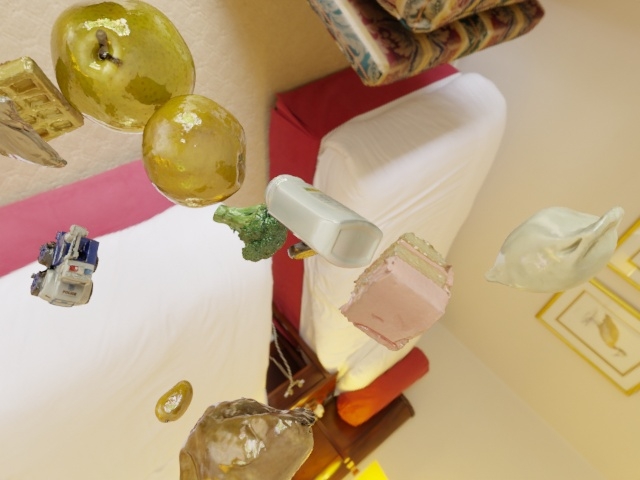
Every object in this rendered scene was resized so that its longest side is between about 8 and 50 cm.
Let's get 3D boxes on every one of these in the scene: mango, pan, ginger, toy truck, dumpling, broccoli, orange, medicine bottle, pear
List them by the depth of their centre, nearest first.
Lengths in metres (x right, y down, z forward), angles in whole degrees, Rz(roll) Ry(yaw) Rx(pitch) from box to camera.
[{"bbox_3d":[0.399,0.011,0.747,0.179,0.131,0.252,-25,165,-32],"label":"dumpling"},{"bbox_3d":[-0.149,0.437,0.883,0.200,0.269,0.223,28,67,-55],"label":"ginger"},{"bbox_3d":[-0.014,-0.057,1.053,0.179,0.324,0.124,11,110,-41],"label":"medicine bottle"},{"bbox_3d":[-0.300,-0.216,1.094,0.279,0.235,0.279,4,90,-78],"label":"orange"},{"bbox_3d":[-0.373,0.412,1.134,0.114,0.080,0.060,-59,148,-43],"label":"mango"},{"bbox_3d":[-0.531,-0.473,1.216,0.362,0.362,0.418,-48,-172,5],"label":"pear"},{"bbox_3d":[-0.710,0.077,1.268,0.177,0.213,0.161,-24,148,39],"label":"toy truck"},{"bbox_3d":[0.002,0.003,1.272,0.212,0.040,0.115,-31,162,22],"label":"pan"},{"bbox_3d":[-0.244,-0.046,1.559,0.254,0.269,0.269,-61,173,-51],"label":"broccoli"}]

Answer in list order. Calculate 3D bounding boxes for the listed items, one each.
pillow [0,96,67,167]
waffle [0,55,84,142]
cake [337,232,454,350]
[{"bbox_3d":[-0.730,-0.261,1.019,0.270,0.173,0.067,97,5,-66],"label":"pillow"},{"bbox_3d":[-0.787,-0.368,1.208,0.168,0.057,0.274,-22,161,-6],"label":"waffle"},{"bbox_3d":[0.289,0.181,1.587,0.314,0.293,0.307,-55,177,33],"label":"cake"}]
